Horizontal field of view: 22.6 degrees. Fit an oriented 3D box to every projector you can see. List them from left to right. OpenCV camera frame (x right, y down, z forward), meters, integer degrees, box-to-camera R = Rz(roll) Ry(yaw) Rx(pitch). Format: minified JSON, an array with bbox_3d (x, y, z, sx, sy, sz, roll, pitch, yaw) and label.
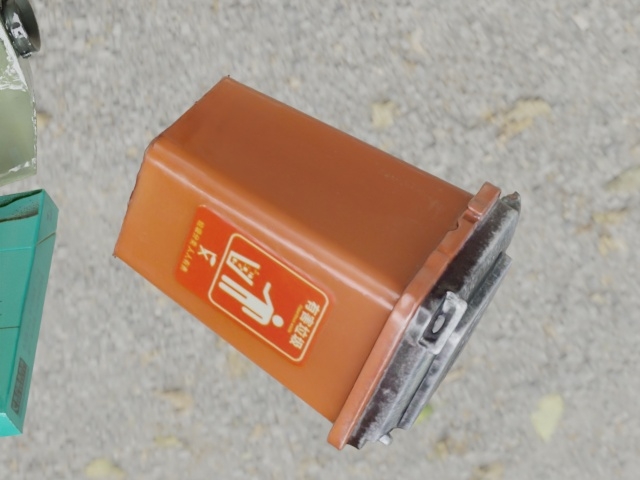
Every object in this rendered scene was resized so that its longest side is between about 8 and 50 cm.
[{"bbox_3d":[-0.349,-0.169,1.425,0.193,0.088,0.269,-18,118,5],"label":"projector"}]

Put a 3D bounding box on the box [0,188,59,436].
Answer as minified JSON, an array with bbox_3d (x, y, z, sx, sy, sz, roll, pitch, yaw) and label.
[{"bbox_3d":[-0.311,0.066,1.337,0.161,0.226,0.042,-8,142,14],"label":"box"}]

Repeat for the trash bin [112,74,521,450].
[{"bbox_3d":[0.000,0.000,1.075,0.238,0.184,0.161,33,132,10],"label":"trash bin"}]
